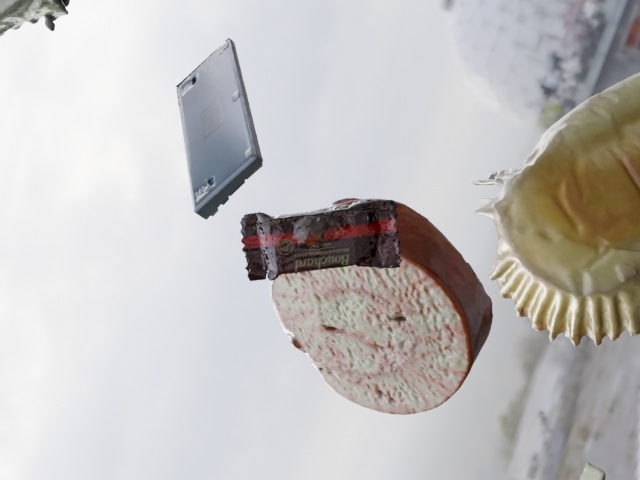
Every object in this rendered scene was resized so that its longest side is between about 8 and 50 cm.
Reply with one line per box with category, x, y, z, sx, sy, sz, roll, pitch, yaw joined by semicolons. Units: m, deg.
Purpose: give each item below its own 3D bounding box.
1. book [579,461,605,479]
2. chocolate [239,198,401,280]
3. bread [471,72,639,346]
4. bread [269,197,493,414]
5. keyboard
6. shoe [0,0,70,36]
book;0.239;0.373;1.488;0.264;0.031;0.379;-65;-16;-10
chocolate;0.000;0.000;1.648;0.028;0.182;0.086;-116;23;-84
bread;0.352;-0.044;1.570;0.388;0.236;0.183;-29;-17;-15
bread;0.087;0.092;2.048;0.295;0.328;0.114;-16;27;36
keyboard;-0.068;-0.077;0.952;0.055;0.014;0.176;-44;29;17
shoe;-0.201;-0.182;0.948;0.275;0.098;0.103;-43;14;42
